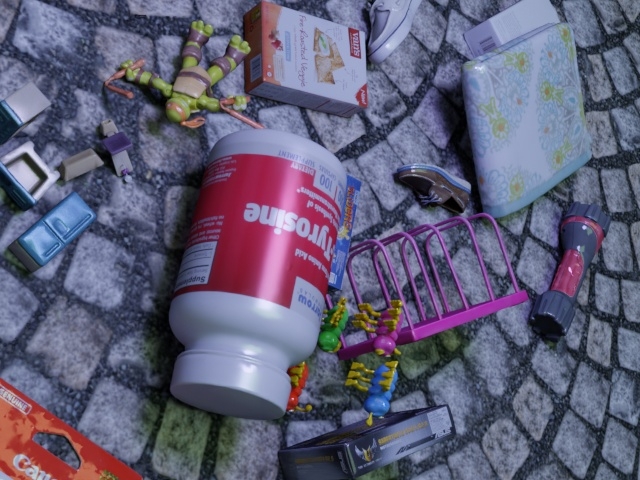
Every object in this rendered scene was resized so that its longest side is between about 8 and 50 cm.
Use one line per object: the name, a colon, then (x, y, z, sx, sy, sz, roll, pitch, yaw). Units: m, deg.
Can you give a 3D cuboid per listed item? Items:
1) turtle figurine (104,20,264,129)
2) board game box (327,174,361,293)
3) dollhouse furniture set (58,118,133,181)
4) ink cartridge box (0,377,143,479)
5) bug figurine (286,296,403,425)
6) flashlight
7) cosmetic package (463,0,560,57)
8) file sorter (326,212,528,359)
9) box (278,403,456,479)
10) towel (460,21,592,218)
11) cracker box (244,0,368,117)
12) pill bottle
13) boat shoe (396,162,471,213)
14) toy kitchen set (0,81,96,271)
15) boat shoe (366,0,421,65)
turtle figurine: (-0.192, -0.253, 1.612, 0.269, 0.087, 0.217, 16, 50, 10)
board game box: (0.000, 0.000, 1.673, 0.035, 0.136, 0.201, 25, 63, -28)
dollhouse furniture set: (-0.348, -0.117, 1.529, 0.114, 0.091, 0.081, -27, 136, -17)
ink cartridge box: (-0.386, 0.350, 1.328, 0.275, 0.060, 0.239, 41, 57, -20)
bug figurine: (0.040, 0.189, 1.564, 0.072, 0.279, 0.216, 44, 58, -34)
flashlight: (0.518, 0.057, 2.072, 0.103, 0.103, 0.304, 29, 58, 3)
cosmetic package: (0.426, -0.453, 2.166, 0.231, 0.085, 0.117, -33, 98, -40)
file sorter: (0.174, 0.073, 1.741, 0.291, 0.202, 0.182, -14, 84, -39)
box: (0.076, 0.327, 1.603, 0.231, 0.183, 0.056, -11, 85, -38)
towel: (0.427, -0.257, 2.049, 0.374, 0.090, 0.320, -31, 114, -40)
cracker box: (-0.024, -0.325, 1.797, 0.232, 0.067, 0.155, 8, 72, -36)
pill bottle: (-0.101, 0.054, 1.522, 0.229, 0.229, 0.407, 25, 63, -29)
boat shoe: (0.223, -0.099, 1.915, 0.183, 0.066, 0.066, 16, 69, -33)
toy kitchen set: (-0.400, -0.085, 1.377, 0.207, 0.166, 0.122, 50, 53, -14)
boat shoe: (0.135, -0.451, 1.939, 0.088, 0.096, 0.267, 38, 56, -17)
